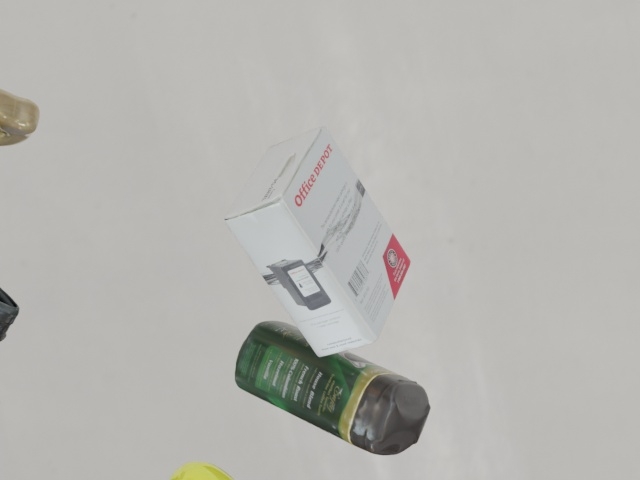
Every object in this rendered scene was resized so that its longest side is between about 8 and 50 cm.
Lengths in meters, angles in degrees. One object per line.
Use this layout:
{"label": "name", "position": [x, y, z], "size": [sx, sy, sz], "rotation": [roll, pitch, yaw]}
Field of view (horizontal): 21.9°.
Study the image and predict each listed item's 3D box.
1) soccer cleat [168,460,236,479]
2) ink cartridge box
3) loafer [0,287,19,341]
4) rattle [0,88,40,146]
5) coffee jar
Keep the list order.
{"label": "soccer cleat", "position": [-0.013, 0.226, 1.036], "size": [0.121, 0.289, 0.093], "rotation": [-43, 129, 4]}
{"label": "ink cartridge box", "position": [0.000, 0.000, 1.340], "size": [0.063, 0.109, 0.150], "rotation": [-18, 117, 33]}
{"label": "loafer", "position": [-0.336, 0.000, 1.360], "size": [0.078, 0.076, 0.223], "rotation": [-43, 88, 15]}
{"label": "rattle", "position": [-0.327, -0.065, 1.395], "size": [0.199, 0.130, 0.143], "rotation": [-7, 87, 43]}
{"label": "coffee jar", "position": [0.012, 0.145, 1.616], "size": [0.184, 0.096, 0.079], "rotation": [23, 94, 32]}
